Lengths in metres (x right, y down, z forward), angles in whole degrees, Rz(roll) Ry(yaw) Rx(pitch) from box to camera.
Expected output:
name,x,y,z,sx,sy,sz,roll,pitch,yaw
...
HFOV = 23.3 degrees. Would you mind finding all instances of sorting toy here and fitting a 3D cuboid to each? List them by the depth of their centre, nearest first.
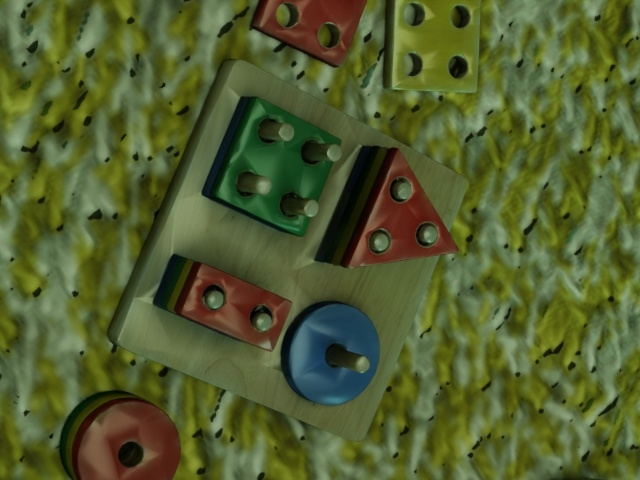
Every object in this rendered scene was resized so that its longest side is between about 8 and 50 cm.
name,x,y,z,sx,sy,sz,roll,pitch,yaw
sorting toy,0.000,0.000,0.673,0.132,0.046,0.274,26,83,-27

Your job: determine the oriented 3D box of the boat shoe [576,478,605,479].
name,x,y,z,sx,sy,sz,roll,pitch,yaw
boat shoe,0.066,0.233,0.700,0.302,0.103,0.113,-41,112,-18
